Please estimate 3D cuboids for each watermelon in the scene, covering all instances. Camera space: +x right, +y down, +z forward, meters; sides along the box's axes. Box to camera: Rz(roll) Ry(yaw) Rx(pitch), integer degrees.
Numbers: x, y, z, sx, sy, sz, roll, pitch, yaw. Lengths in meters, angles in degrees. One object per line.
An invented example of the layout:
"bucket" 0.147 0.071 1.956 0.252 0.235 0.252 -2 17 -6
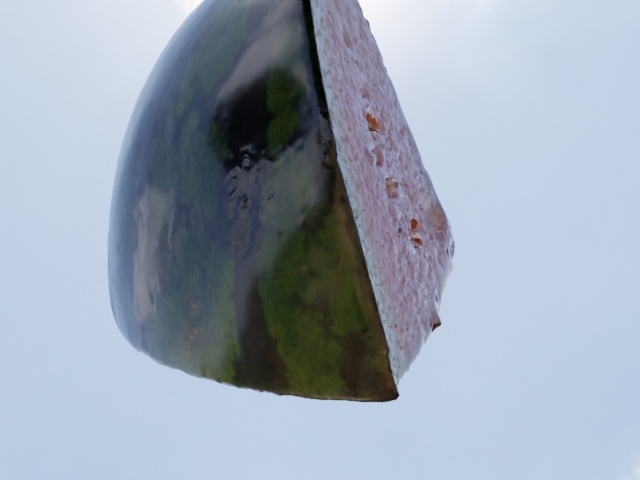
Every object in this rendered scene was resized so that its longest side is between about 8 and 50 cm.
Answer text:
"watermelon" 0.000 0.000 0.471 0.094 0.135 0.125 17 -60 -35
